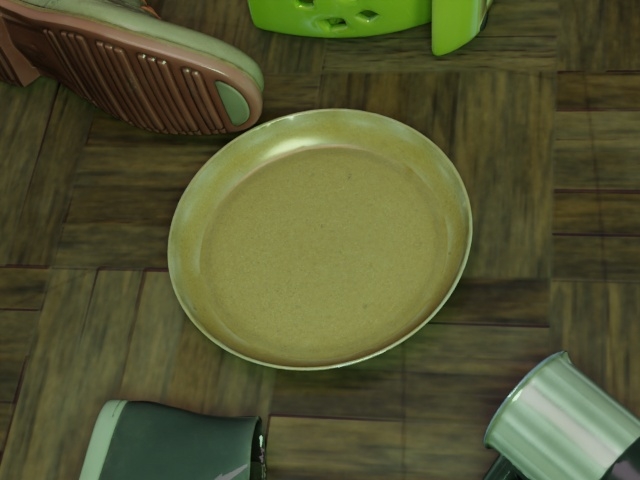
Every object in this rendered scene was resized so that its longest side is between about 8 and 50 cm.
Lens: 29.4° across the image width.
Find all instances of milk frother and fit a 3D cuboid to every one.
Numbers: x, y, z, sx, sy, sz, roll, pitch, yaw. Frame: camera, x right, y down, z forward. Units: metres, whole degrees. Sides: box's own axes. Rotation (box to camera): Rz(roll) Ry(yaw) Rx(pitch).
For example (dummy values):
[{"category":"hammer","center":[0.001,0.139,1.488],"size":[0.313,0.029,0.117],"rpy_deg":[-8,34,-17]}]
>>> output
[{"category":"milk frother","center":[0.160,0.148,0.755],"size":[0.134,0.143,0.129],"rpy_deg":[39,79,26]}]

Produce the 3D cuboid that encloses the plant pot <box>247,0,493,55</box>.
[{"category":"plant pot","center":[0.064,-0.303,1.016],"size":[0.207,0.227,0.228],"rpy_deg":[18,63,14]}]

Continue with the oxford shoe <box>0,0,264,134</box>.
[{"category":"oxford shoe","center":[-0.184,-0.191,1.047],"size":[0.348,0.123,0.130],"rpy_deg":[21,61,22]}]

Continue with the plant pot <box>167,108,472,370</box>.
[{"category":"plant pot","center":[0.000,0.000,0.946],"size":[0.236,0.032,0.236],"rpy_deg":[-5,58,8]}]

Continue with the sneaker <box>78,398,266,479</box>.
[{"category":"sneaker","center":[-0.104,0.206,0.804],"size":[0.118,0.083,0.222],"rpy_deg":[0,57,10]}]
